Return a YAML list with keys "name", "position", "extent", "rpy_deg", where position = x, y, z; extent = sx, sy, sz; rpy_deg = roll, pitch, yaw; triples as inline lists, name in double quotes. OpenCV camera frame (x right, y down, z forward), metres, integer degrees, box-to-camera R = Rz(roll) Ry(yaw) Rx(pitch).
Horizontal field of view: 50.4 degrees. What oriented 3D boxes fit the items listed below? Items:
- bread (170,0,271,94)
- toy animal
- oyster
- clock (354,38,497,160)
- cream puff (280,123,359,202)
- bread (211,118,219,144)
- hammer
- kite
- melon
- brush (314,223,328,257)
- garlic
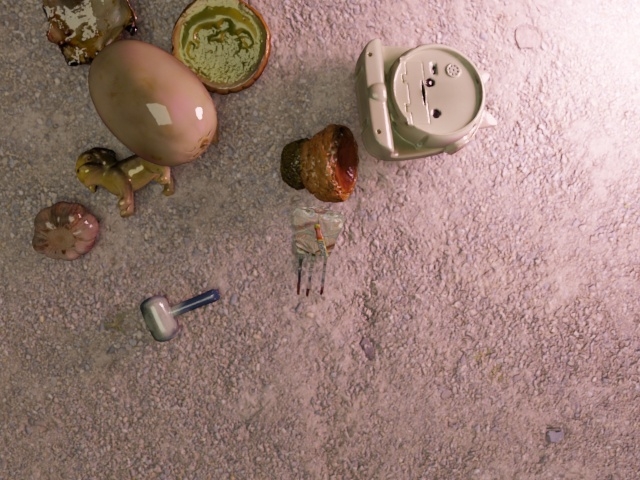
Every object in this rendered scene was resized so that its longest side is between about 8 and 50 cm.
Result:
- name: "bread"
  position: [-0.230, -0.450, 1.571]
  extent: [0.236, 0.070, 0.236]
  rpy_deg: [0, 100, -1]
- name: "toy animal"
  position: [-0.456, -0.152, 1.597]
  extent: [0.233, 0.121, 0.169]
  rpy_deg: [-16, 80, -3]
- name: "oyster"
  position: [-0.540, -0.583, 1.541]
  extent: [0.221, 0.096, 0.361]
  rpy_deg: [-14, 99, 7]
- name: "clock"
  position: [0.245, -0.323, 1.534]
  extent: [0.324, 0.108, 0.265]
  rpy_deg: [-5, 80, -11]
- name: "cream puff"
  position: [-0.014, -0.180, 1.582]
  extent: [0.169, 0.183, 0.183]
  rpy_deg: [3, 100, 23]
- name: "bread"
  position: [-0.283, -0.263, 1.618]
  extent: [0.083, 0.035, 0.070]
  rpy_deg: [-2, 99, -6]
- name: "hammer"
  position: [-0.336, 0.168, 1.672]
  extent: [0.193, 0.069, 0.116]
  rpy_deg: [-22, 97, -1]
- name: "kite"
  position: [-0.010, 0.029, 1.673]
  extent: [0.127, 0.016, 0.229]
  rpy_deg: [5, 98, 3]
- name: "melon"
  position: [-0.367, -0.299, 1.495]
  extent: [0.317, 0.223, 0.223]
  rpy_deg: [42, 97, 6]
- name: "brush"
  position: [0.000, 0.000, 1.654]
  extent: [0.018, 0.021, 0.083]
  rpy_deg: [-13, 95, 4]
- name: "garlic"
  position: [-0.606, -0.026, 1.624]
  extent: [0.147, 0.102, 0.159]
  rpy_deg: [40, 109, -19]
